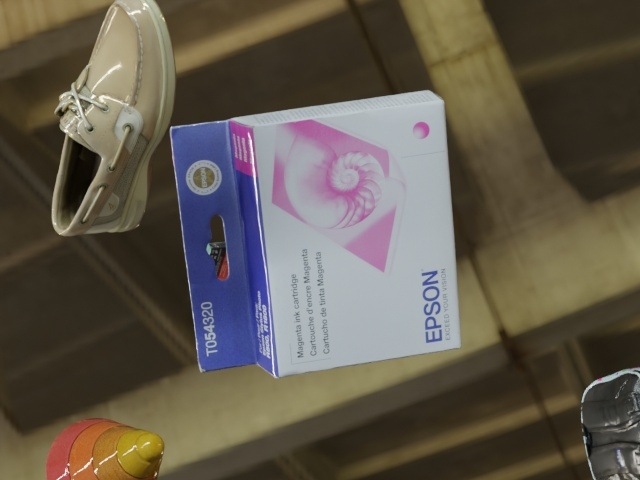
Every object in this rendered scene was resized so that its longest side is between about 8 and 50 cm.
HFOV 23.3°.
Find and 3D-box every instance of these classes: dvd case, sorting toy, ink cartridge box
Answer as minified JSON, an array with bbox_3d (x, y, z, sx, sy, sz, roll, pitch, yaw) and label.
[{"bbox_3d":[-0.099,0.036,1.963,0.119,0.013,0.087,-5,-51,-32],"label":"dvd case"},{"bbox_3d":[-0.179,0.331,1.486,0.127,0.365,0.126,9,-27,-32],"label":"sorting toy"},{"bbox_3d":[0.000,0.000,1.892,0.330,0.071,0.324,-9,-72,-10],"label":"ink cartridge box"}]

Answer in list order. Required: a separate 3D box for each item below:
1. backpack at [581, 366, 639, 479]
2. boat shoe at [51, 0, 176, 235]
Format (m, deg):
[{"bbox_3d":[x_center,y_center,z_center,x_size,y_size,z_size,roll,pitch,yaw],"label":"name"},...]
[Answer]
[{"bbox_3d":[0.549,0.323,2.606,0.191,0.225,0.253,-4,-11,-23],"label":"backpack"},{"bbox_3d":[-0.235,-0.132,1.702,0.098,0.109,0.302,-13,-46,-36],"label":"boat shoe"}]
